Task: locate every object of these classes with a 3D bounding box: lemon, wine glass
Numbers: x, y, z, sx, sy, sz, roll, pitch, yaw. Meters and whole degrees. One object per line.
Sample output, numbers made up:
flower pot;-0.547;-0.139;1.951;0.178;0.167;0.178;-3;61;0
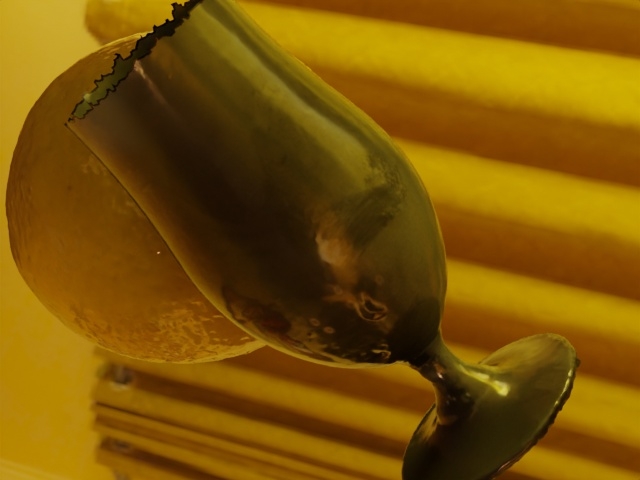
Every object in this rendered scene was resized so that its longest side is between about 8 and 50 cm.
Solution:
lemon;-0.074;-0.024;0.696;0.178;0.203;0.178;15;-107;-61
wine glass;0.000;0.000;0.495;0.202;0.093;0.093;48;-137;-15
